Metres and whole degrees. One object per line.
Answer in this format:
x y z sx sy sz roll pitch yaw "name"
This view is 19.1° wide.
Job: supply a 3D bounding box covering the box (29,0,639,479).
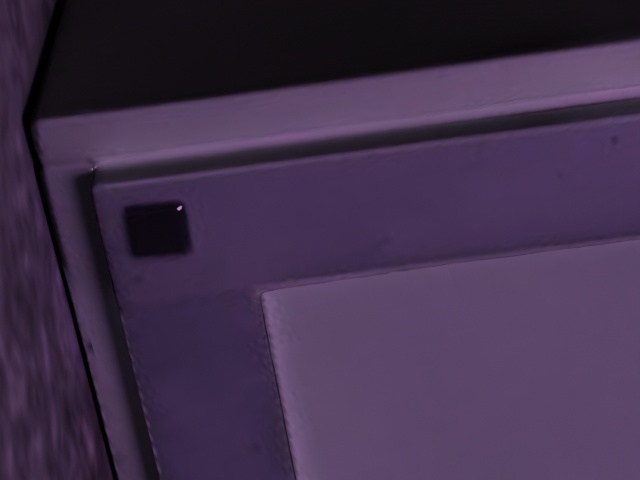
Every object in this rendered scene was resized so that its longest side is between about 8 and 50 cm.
0.068 0.032 0.471 0.117 0.225 0.225 -90 171 -60 "box"
